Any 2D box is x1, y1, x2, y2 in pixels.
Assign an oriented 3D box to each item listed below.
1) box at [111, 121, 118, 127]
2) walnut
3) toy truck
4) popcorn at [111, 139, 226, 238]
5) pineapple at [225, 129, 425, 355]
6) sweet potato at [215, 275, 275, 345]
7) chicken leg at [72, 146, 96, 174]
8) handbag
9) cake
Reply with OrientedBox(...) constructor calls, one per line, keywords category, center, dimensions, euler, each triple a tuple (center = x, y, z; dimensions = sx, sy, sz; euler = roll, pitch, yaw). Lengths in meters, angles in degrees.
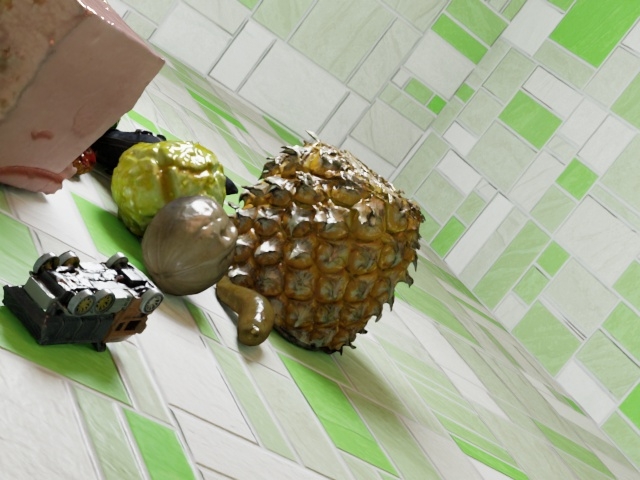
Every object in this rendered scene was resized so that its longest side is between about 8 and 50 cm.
OrientedBox(category="box", center=(-0.412, -0.219, 2.181), dimensions=(0.132, 0.034, 0.235), euler=(3, 8, -9))
OrientedBox(category="walnut", center=(-0.192, 0.007, 1.855), dimensions=(0.140, 0.140, 0.162), euler=(36, 25, -10))
OrientedBox(category="toy truck", center=(-0.272, 0.071, 1.450), dimensions=(0.083, 0.092, 0.192), euler=(42, 18, 24))
OrientedBox(category="popcorn", center=(-0.232, -0.066, 2.004), dimensions=(0.198, 0.212, 0.198), euler=(-1, 34, 1))
OrientedBox(category="pineapple", center=(0.000, -0.002, 2.150), dimensions=(0.352, 0.300, 0.352), euler=(34, 10, -7))
OrientedBox(category="sweet potato", center=(-0.111, 0.106, 1.942), dimensions=(0.069, 0.059, 0.249), euler=(-5, 24, -16))
OrientedBox(category="chicken leg", center=(-0.409, -0.143, 2.057), dimensions=(0.089, 0.048, 0.219), euler=(30, 12, -20))
OrientedBox(category="handbag", center=(-0.295, -0.135, 2.191), dimensions=(0.254, 0.089, 0.211), euler=(12, -12, 43))
OrientedBox(category="cake", center=(-0.438, -0.269, 1.789), dimensions=(0.307, 0.314, 0.293), euler=(40, 8, 24))
